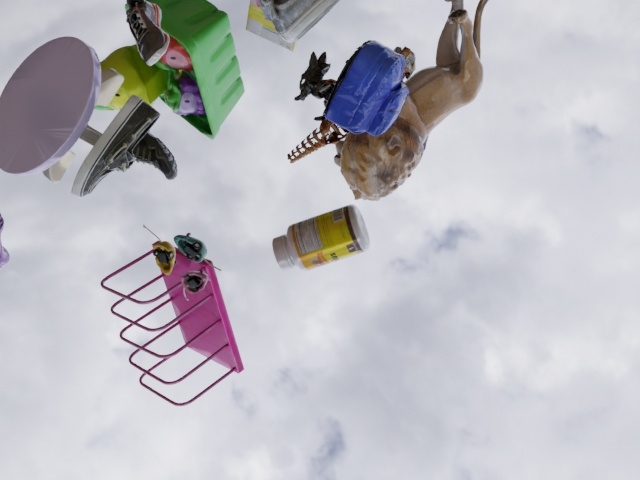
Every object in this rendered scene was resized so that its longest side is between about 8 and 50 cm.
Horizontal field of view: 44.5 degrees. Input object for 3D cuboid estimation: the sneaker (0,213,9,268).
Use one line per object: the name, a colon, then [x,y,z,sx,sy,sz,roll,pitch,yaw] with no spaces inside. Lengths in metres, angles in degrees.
sneaker: [-0.731,-0.018,1.708,0.104,0.236,0.095,-35,-117,-10]

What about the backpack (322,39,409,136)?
backpack: [0.077,-0.220,1.126,0.101,0.120,0.098,27,-151,4]

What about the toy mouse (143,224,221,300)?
toy mouse: [-0.226,0.038,1.381,0.143,0.161,0.031,3,-149,28]

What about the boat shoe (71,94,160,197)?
boat shoe: [-0.377,-0.161,1.440,0.219,0.070,0.078,-54,-172,6]

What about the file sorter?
file sorter: [-0.328,0.186,1.711,0.202,0.290,0.182,17,-141,42]

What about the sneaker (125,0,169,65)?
sneaker: [-0.296,-0.349,1.289,0.061,0.065,0.158,-39,-133,19]

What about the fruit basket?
fruit basket: [-0.409,-0.421,2.008,0.283,0.392,0.392,38,-107,24]

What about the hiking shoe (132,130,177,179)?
hiking shoe: [-0.491,-0.244,2.171,0.114,0.086,0.227,-39,-94,5]

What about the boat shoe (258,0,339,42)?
boat shoe: [-0.042,-0.352,1.014,0.118,0.103,0.320,-40,-150,19]

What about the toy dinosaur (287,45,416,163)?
toy dinosaur: [0.050,-0.296,1.647,0.322,0.164,0.218,-28,-144,-12]

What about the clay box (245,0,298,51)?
clay box: [-0.094,-0.534,1.770,0.127,0.222,0.053,25,-115,-1]

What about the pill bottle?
pill bottle: [0.000,0.000,1.841,0.215,0.117,0.117,-19,-134,12]

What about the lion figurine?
lion figurine: [0.180,-0.246,1.316,0.392,0.240,0.142,-34,-143,-15]

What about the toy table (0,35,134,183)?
toy table: [-0.482,-0.235,1.485,0.274,0.161,0.252,-45,-105,7]
